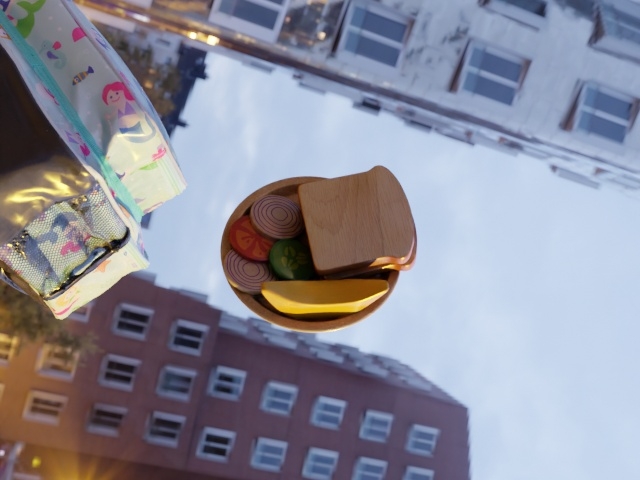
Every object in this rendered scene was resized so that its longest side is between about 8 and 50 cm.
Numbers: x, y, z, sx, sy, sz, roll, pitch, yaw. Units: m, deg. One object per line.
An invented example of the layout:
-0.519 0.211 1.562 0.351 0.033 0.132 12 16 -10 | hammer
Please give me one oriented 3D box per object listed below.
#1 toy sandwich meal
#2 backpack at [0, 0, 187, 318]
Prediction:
0.000 0.000 0.384 0.029 0.085 0.086 98 -5 -58 | toy sandwich meal
-0.220 -0.065 0.719 0.225 0.191 0.253 53 -16 20 | backpack
